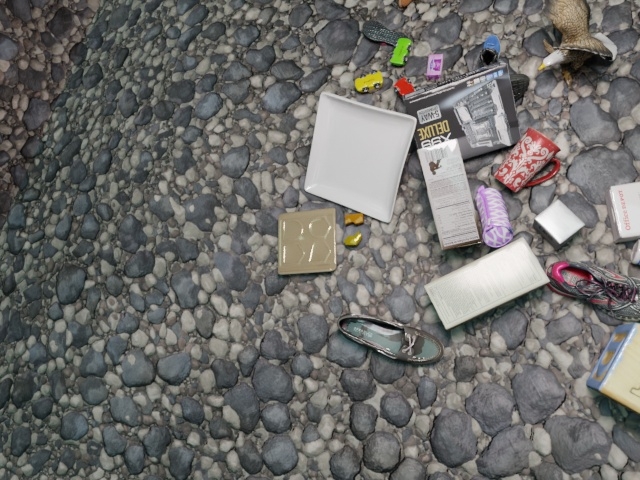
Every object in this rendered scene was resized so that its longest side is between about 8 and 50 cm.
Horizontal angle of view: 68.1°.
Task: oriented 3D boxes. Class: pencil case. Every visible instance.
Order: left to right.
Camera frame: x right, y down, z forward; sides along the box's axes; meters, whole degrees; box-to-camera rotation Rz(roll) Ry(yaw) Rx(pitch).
[{"bbox_3d":[0.499,-0.070,1.378,0.088,0.206,0.086,33,125,-16],"label":"pencil case"}]

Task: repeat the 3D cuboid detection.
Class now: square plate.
[{"bbox_3d":[0.122,-0.274,1.554,0.343,0.049,0.348,23,117,24],"label":"square plate"}]

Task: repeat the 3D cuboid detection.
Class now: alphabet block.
[{"bbox_3d":[0.815,0.338,1.174,0.197,0.192,0.194,29,90,24],"label":"alphabet block"}]

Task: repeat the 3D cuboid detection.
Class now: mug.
[{"bbox_3d":[0.617,-0.221,1.400,0.150,0.113,0.169,41,108,10],"label":"mug"}]

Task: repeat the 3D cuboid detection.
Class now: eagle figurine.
[{"bbox_3d":[0.722,-0.564,1.347,0.226,0.298,0.225,28,88,22],"label":"eagle figurine"}]

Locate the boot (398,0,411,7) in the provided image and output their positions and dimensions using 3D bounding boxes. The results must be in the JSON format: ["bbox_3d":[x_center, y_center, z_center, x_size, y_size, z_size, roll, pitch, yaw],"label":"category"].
[{"bbox_3d":[0.381,-0.881,1.661,0.152,0.073,0.197,38,94,18],"label":"boot"}]

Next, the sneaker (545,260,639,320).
[{"bbox_3d":[0.765,0.135,1.277,0.298,0.112,0.121,15,83,21],"label":"sneaker"}]

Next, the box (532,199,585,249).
[{"bbox_3d":[0.676,-0.043,1.353,0.087,0.102,0.101,-41,68,9],"label":"box"}]

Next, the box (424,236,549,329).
[{"bbox_3d":[0.476,0.131,1.372,0.310,0.121,0.148,-27,71,12],"label":"box"}]

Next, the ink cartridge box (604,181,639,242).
[{"bbox_3d":[0.905,-0.084,1.291,0.202,0.086,0.148,-8,76,18],"label":"ink cartridge box"}]

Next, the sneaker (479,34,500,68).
[{"bbox_3d":[0.550,-0.611,1.533,0.058,0.084,0.152,10,81,21],"label":"sneaker"}]

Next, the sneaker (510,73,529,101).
[{"bbox_3d":[0.513,-0.488,1.513,0.286,0.109,0.130,-11,57,10],"label":"sneaker"}]

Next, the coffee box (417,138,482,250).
[{"bbox_3d":[0.380,-0.134,1.395,0.118,0.168,0.298,-14,94,15],"label":"coffee box"}]

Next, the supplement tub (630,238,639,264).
[{"bbox_3d":[0.903,0.041,1.272,0.107,0.071,0.071,16,84,22],"label":"supplement tub"}]

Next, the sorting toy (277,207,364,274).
[{"bbox_3d":[0.000,0.000,1.615,0.306,0.041,0.229,-5,72,18],"label":"sorting toy"}]

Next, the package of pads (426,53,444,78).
[{"bbox_3d":[0.390,-0.592,1.612,0.050,0.032,0.084,5,80,21],"label":"package of pads"}]

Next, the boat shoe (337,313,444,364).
[{"bbox_3d":[0.204,0.301,1.442,0.334,0.095,0.112,14,83,21],"label":"boat shoe"}]

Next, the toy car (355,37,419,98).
[{"bbox_3d":[0.261,-0.590,1.646,0.238,0.053,0.225,20,85,21],"label":"toy car"}]

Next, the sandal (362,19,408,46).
[{"bbox_3d":[0.230,-0.731,1.701,0.179,0.040,0.067,27,93,8],"label":"sandal"}]

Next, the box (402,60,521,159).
[{"bbox_3d":[0.432,-0.375,1.454,0.307,0.077,0.243,-15,114,15],"label":"box"}]
